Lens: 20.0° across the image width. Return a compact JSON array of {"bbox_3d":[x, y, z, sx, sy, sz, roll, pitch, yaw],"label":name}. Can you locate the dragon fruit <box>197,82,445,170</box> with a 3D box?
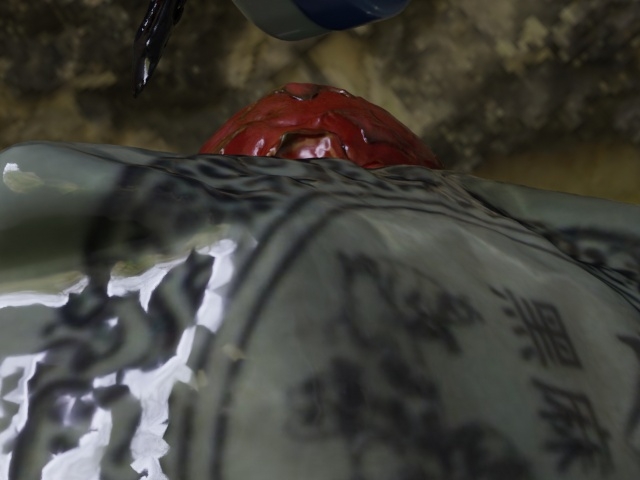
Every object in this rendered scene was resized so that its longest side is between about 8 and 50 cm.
[{"bbox_3d":[-0.004,-0.003,1.372,0.241,0.252,0.241,-5,-58,-8],"label":"dragon fruit"}]

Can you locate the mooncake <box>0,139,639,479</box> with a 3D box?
[{"bbox_3d":[0.009,0.095,0.428,0.250,0.254,0.136,8,-26,-39],"label":"mooncake"}]

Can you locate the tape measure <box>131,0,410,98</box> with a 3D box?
[{"bbox_3d":[-0.019,-0.183,1.130,0.098,0.351,0.215,-10,-37,27],"label":"tape measure"}]
